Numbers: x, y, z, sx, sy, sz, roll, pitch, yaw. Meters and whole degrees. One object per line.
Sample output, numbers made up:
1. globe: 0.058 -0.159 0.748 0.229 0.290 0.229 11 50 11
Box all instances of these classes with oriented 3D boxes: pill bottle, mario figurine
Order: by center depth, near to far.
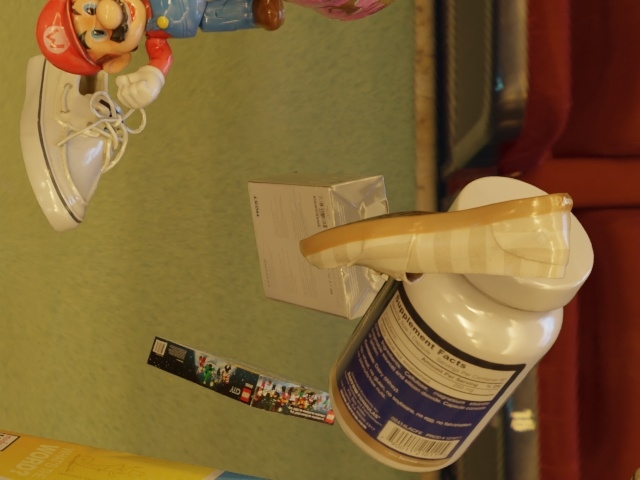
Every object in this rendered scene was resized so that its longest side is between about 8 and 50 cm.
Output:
1. pill bottle: 0.121 0.077 0.995 0.153 0.264 0.153 16 43 -15
2. mario figurine: -0.208 -0.298 1.443 0.321 0.170 0.198 -19 55 -13

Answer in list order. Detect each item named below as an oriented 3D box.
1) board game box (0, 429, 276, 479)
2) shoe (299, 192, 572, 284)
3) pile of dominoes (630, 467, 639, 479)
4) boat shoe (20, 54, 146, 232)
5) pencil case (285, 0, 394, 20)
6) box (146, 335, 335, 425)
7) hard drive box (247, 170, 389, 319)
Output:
1. board game box: -0.120 0.194 0.658 0.317 0.242 0.064 9 97 4
2. shoe: 0.077 0.007 0.805 0.076 0.219 0.058 -13 95 -54
3. pile of dominoes: 0.223 0.174 0.654 0.196 0.251 0.040 23 50 -16
4. boat shoe: -0.334 -0.166 1.619 0.157 0.367 0.135 -19 131 5
5. pencil case: -0.032 -0.346 1.280 0.160 0.386 0.167 -18 85 25
6. box: -0.107 0.192 1.535 0.159 0.233 0.044 23 83 -43
7. hard drive box: 0.000 0.000 1.548 0.089 0.232 0.181 -14 102 -30
